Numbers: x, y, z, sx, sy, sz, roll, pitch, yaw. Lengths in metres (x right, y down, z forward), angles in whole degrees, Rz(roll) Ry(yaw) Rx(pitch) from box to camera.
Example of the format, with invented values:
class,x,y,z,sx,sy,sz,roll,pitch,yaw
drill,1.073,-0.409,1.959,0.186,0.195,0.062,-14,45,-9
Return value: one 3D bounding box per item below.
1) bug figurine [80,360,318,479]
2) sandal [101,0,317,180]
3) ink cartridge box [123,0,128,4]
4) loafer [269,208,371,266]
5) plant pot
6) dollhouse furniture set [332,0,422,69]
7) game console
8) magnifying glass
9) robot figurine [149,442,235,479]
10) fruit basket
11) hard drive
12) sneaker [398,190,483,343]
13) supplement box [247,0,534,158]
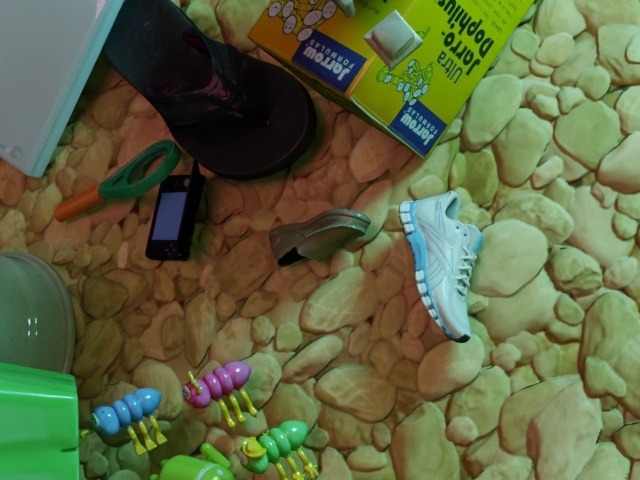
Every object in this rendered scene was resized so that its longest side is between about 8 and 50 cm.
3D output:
class,x,y,z,sx,sy,sz,roll,pitch,yaw
bug figurine,-0.139,0.234,1.431,0.216,0.072,0.279,-28,47,-23
sandal,-0.182,-0.220,1.674,0.446,0.107,0.167,37,94,38
ink cartridge box,-0.381,-0.449,1.922,0.307,0.072,0.303,-27,58,21
loafer,0.000,0.000,1.507,0.148,0.056,0.050,-17,64,38
plant pot,-0.557,0.129,1.660,0.334,0.305,0.334,-12,66,28
dollhouse furniture set,0.085,-0.405,1.374,0.303,0.174,0.355,-38,84,0
game console,-0.199,-0.040,1.639,0.107,0.071,0.122,1,72,33
magnifying glass,-0.286,-0.077,1.726,0.231,0.026,0.092,-22,34,29
robot figurine,-0.149,0.297,1.477,0.115,0.067,0.101,8,45,35
fruit basket,-0.462,0.319,1.425,0.392,0.392,0.283,-64,12,-4
hard drive,-0.433,-0.277,1.839,0.203,0.040,0.307,33,103,23
sneaker,0.149,0.023,1.391,0.083,0.071,0.190,-23,61,17
supplement box,0.118,-0.314,1.461,0.194,0.195,0.356,36,93,37
